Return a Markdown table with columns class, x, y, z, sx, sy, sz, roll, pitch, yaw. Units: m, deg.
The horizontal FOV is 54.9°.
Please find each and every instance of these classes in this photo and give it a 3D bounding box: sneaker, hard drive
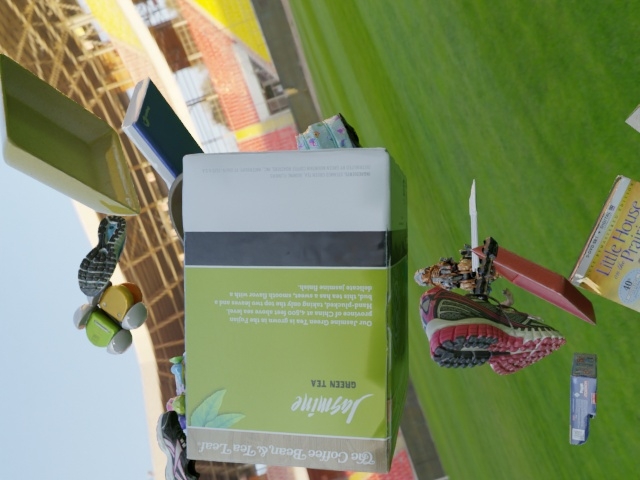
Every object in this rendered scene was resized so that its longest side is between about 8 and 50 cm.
| class | x | y | z | sx | sy | sz | roll | pitch | yaw |
| --- | --- | --- | --- | --- | --- | --- | --- | --- | --- |
| sneaker | -0.312 | 0.470 | 1.396 | 0.072 | 0.077 | 0.178 | 3 | -108 | -72 |
| sneaker | 0.289 | 0.141 | 1.007 | 0.299 | 0.121 | 0.112 | 16 | -137 | -36 |
| sneaker | -0.395 | 0.036 | 1.150 | 0.073 | 0.064 | 0.162 | 96 | -172 | -60 |
| hard drive | -0.323 | -0.191 | 1.409 | 0.318 | 0.040 | 0.210 | 57 | -163 | -38 |

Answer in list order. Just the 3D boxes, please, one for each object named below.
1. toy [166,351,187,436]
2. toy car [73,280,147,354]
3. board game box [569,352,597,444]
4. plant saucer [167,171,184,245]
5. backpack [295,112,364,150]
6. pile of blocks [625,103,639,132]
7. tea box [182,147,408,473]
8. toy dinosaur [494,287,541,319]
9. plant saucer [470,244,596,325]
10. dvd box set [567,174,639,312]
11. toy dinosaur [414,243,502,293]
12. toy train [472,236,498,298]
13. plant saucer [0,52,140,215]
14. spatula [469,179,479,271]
| class | x | y | z | sx | sy | sz | roll | pitch | yaw |
| --- | --- | --- | --- | --- | --- | --- | --- | --- | --- |
| toy | -0.360 | 0.413 | 1.574 | 0.137 | 0.056 | 0.237 | -47 | 48 | 51 |
| toy car | -0.515 | 0.185 | 1.557 | 0.159 | 0.182 | 0.136 | 34 | -166 | 6 |
| board game box | 0.657 | 0.373 | 1.537 | 0.194 | 0.060 | 0.194 | -41 | -52 | -58 |
| plant saucer | -0.199 | -0.036 | 1.300 | 0.041 | 0.278 | 0.277 | -51 | -51 | -46 |
| backpack | 0.025 | -0.138 | 1.105 | 0.151 | 0.115 | 0.182 | 60 | 177 | 23 |
| pile of blocks | 0.772 | -0.341 | 1.224 | 0.113 | 0.362 | 0.149 | 42 | -171 | 8 |
| tea box | -0.006 | 0.065 | 0.764 | 0.329 | 0.220 | 0.323 | -12 | -78 | -78 |
| toy dinosaur | 0.510 | 0.266 | 1.884 | 0.127 | 0.296 | 0.200 | -101 | 2 | -56 |
| plant saucer | 0.528 | 0.097 | 1.500 | 0.258 | 0.047 | 0.259 | 30 | -178 | -44 |
| dvd box set | 0.892 | 0.054 | 1.556 | 0.307 | 0.421 | 0.062 | -67 | -9 | 8 |
| toy dinosaur | 0.478 | 0.116 | 2.007 | 0.218 | 0.322 | 0.164 | -12 | -64 | -58 |
| toy train | 0.349 | 0.060 | 1.291 | 0.036 | 0.027 | 0.158 | 36 | -126 | -19 |
| plant saucer | -0.573 | -0.210 | 1.353 | 0.333 | 0.081 | 0.332 | 37 | -161 | -50 |
| spatula | 0.417 | -0.035 | 1.657 | 0.168 | 0.019 | 0.241 | 19 | -111 | -81 |
